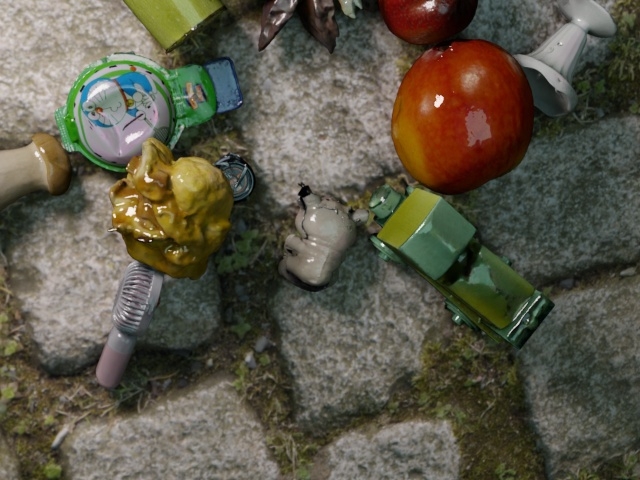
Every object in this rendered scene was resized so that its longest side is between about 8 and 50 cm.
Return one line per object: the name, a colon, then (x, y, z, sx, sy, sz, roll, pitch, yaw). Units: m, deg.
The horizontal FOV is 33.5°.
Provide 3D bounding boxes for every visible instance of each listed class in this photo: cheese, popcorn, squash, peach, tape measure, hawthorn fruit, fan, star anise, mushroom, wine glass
cheese: (-0.292, -0.232, 1.826, 0.320, 0.083, 0.204, -18, 105, -12)
popcorn: (-0.239, -0.052, 1.785, 0.253, 0.190, 0.191, 60, 41, -52)
squash: (-0.280, -0.445, 1.769, 0.132, 0.132, 0.247, -39, 103, -7)
peach: (0.249, -0.225, 1.914, 0.281, 0.238, 0.281, 6, 104, 25)
tape measure: (-0.163, -0.105, 1.905, 0.094, 0.054, 0.091, -28, 108, -3)
hawthorn fruit: (0.181, -0.424, 1.891, 0.169, 0.188, 0.169, 9, 77, -43)
fan: (-0.337, 0.150, 1.873, 0.074, 0.130, 0.244, 18, 108, -16)
star anise: (-0.034, -0.479, 1.841, 0.332, 0.117, 0.331, -1, 93, -17)
mushroom: (-0.582, -0.077, 1.752, 0.350, 0.128, 0.128, -22, 106, -16)
wine glass: (0.447, -0.352, 1.995, 0.165, 0.165, 0.196, 36, 82, -19)

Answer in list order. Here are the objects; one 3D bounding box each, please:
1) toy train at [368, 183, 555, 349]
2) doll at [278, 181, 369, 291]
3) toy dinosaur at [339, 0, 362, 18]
toy train: (0.257, 0.049, 1.957, 0.397, 0.253, 0.160, 40, 88, -18)
doll: (0.000, 0.000, 1.954, 0.149, 0.095, 0.192, 15, 98, -17)
toy dinosaur: (0.115, -0.575, 1.774, 0.205, 0.092, 0.393, -3, 93, 14)
